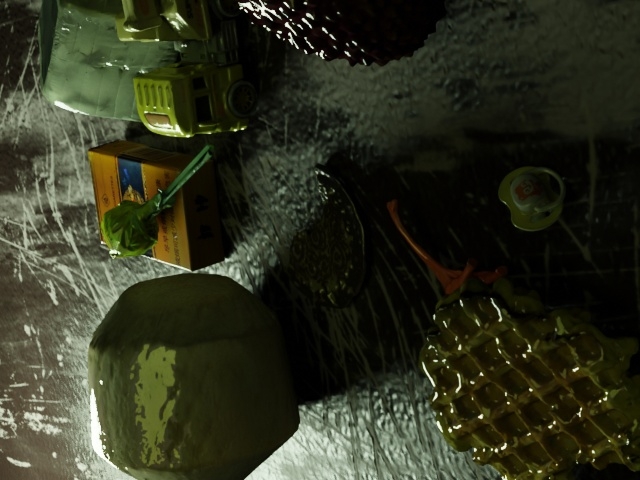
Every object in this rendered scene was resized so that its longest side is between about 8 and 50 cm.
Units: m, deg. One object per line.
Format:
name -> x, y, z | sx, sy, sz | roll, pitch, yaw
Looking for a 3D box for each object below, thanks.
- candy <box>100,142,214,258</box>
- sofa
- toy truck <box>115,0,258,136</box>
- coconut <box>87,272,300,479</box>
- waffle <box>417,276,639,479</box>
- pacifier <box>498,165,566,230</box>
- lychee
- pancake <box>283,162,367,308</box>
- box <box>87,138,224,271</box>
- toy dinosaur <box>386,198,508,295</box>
candy -> -0.215, -0.058, 2.037 | 0.262, 0.077, 0.073 | -41, 52, 42
sofa -> -0.298, -0.313, 2.117 | 0.225, 0.176, 0.210 | -103, 25, -45
toy truck -> -0.184, -0.265, 1.925 | 0.124, 0.157, 0.272 | 12, 114, 49
coconut -> -0.169, 0.214, 2.025 | 0.328, 0.328, 0.329 | 25, 124, 44
waffle -> 0.233, 0.171, 1.633 | 0.281, 0.058, 0.301 | 36, 139, 17
pacifier -> 0.230, -0.040, 1.597 | 0.064, 0.068, 0.083 | 64, -178, -54
lychee -> 0.027, -0.305, 1.591 | 0.271, 0.271, 0.271 | 25, 124, 44
pancake -> 0.000, 0.000, 1.923 | 0.190, 0.020, 0.184 | -21, 89, 52
box -> -0.240, -0.053, 2.164 | 0.237, 0.070, 0.152 | 15, 117, 49
toy dinosaur -> 0.168, 0.053, 1.704 | 0.280, 0.055, 0.101 | 59, 148, 15
